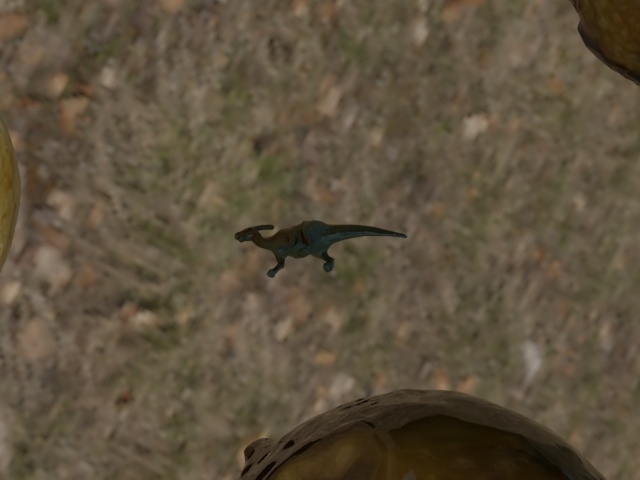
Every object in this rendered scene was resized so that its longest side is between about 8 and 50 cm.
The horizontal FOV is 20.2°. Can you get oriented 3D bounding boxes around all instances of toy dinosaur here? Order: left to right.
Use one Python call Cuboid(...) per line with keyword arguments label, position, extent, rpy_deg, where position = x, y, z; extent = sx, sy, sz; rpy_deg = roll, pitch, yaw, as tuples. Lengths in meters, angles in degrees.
Cuboid(label="toy dinosaur", position=(-0.001, 0.003, 1.171), extent=(0.041, 0.113, 0.026), rpy_deg=(-78, 165, -52))

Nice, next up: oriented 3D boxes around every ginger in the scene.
Cuboid(label="ginger", position=(0.046, 0.161, 0.764), extent=(0.223, 0.200, 0.269), rpy_deg=(-48, -169, 30))

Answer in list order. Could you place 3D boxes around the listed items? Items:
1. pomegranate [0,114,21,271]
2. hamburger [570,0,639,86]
Cuboid(label="pomegranate", position=(-0.360, -0.051, 1.300), extent=(0.307, 0.307, 0.307), rpy_deg=(-58, 168, -20))
Cuboid(label="hamburger", position=(0.207, -0.186, 0.861), extent=(0.314, 0.290, 0.170), rpy_deg=(-6, 135, -34))
